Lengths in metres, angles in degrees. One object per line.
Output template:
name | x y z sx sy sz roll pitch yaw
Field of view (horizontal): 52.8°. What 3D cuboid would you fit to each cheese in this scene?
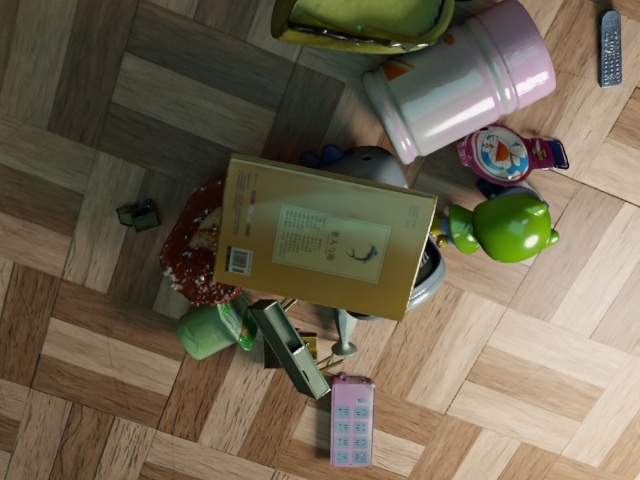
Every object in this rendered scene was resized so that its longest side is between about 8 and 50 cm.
cheese | 0.400 -0.179 1.332 0.244 0.155 0.062 0 155 -12

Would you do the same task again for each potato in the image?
potato | 0.086 -0.462 1.190 0.280 0.213 0.330 20 87 -18

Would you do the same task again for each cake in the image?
cake | -0.221 0.003 1.350 0.177 0.151 0.283 23 86 -2

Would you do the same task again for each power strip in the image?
power strip | 0.080 0.463 1.634 0.109 0.037 0.278 1 112 1

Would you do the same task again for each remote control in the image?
remote control | 0.581 -0.385 1.291 0.044 0.027 0.152 -12 113 -1

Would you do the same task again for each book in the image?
book | 0.000 0.000 1.210 0.389 0.032 0.269 13 113 0

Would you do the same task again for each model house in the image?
model house | -0.404 -0.049 1.434 0.083 0.057 0.058 -21 138 -11

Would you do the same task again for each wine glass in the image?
wine glass | 0.056 0.191 1.509 0.073 0.073 0.155 3 115 0

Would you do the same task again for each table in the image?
table | -0.048 0.228 1.480 0.111 0.121 0.240 -33 100 -22

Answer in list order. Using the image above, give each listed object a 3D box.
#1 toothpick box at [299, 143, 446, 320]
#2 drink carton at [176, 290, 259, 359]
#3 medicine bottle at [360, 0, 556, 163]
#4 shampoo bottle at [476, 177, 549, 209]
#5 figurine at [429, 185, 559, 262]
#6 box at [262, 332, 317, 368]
toothpick box | 0.079 -0.037 1.337 0.263 0.263 0.354 -23 109 10
drink carton | -0.243 0.193 1.483 0.142 0.146 0.144 -26 110 20
medicine bottle | 0.258 -0.300 1.235 0.316 0.202 0.202 -25 109 11
shampoo bottle | 0.428 -0.086 1.400 0.183 0.050 0.087 43 104 -14
figurine | 0.357 -0.027 1.351 0.263 0.143 0.162 -7 126 39
box | -0.073 0.270 1.567 0.133 0.023 0.090 -1 113 1
